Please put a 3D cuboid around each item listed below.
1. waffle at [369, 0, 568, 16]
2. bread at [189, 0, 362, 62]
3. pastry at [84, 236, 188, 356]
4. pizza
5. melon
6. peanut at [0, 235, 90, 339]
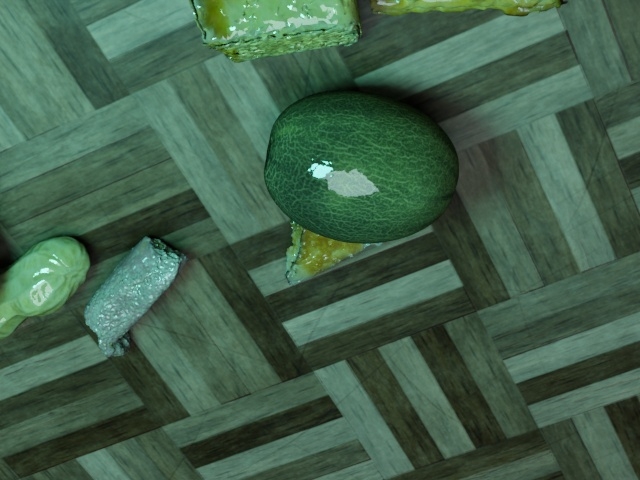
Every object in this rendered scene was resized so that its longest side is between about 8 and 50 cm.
[{"bbox_3d":[0.193,-0.394,1.634,0.304,0.077,0.348,-1,170,7],"label":"waffle"},{"bbox_3d":[-0.078,-0.422,1.752,0.248,0.279,0.315,-7,83,4],"label":"bread"},{"bbox_3d":[-0.338,0.098,2.106,0.112,0.103,0.265,29,119,-11],"label":"pastry"},{"bbox_3d":[0.000,0.000,2.066,0.185,0.052,0.195,28,117,-28],"label":"pizza"},{"bbox_3d":[0.065,-0.113,1.869,0.302,0.237,0.237,10,125,-8],"label":"melon"},{"bbox_3d":[-0.514,0.093,2.084,0.274,0.125,0.111,-33,139,21],"label":"peanut"}]
